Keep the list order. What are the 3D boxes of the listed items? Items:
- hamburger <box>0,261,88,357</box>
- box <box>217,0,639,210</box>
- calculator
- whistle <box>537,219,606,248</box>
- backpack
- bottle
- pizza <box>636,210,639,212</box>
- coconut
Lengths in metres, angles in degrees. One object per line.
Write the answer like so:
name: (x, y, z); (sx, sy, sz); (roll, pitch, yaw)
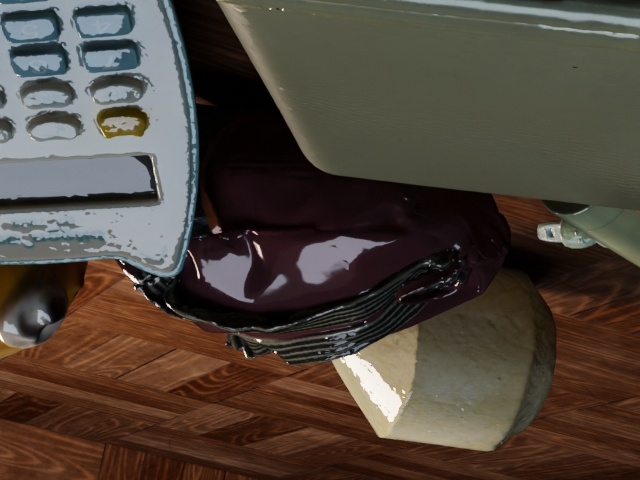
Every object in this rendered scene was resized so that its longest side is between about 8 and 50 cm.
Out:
hamburger: (-0.305, -0.017, 1.519); (0.236, 0.276, 0.276); (-8, 158, 20)
box: (0.130, -0.142, 0.973); (0.352, 0.177, 0.344); (7, 167, 10)
calculator: (-0.217, -0.111, 1.255); (0.256, 0.054, 0.386); (-3, 140, 2)
whistle: (0.238, -0.009, 1.591); (0.100, 0.035, 0.035); (-2, 160, 41)
backpack: (0.000, 0.000, 1.478); (0.317, 0.197, 0.283); (0, 159, 28)
bottle: (0.264, -0.020, 1.473); (0.072, 0.072, 0.201); (-4, 159, 41)
pizza: (0.315, -0.057, 1.293); (0.289, 0.081, 0.228); (20, 167, -33)
coconut: (0.117, 0.107, 1.782); (0.222, 0.202, 0.202); (9, 164, -9)
